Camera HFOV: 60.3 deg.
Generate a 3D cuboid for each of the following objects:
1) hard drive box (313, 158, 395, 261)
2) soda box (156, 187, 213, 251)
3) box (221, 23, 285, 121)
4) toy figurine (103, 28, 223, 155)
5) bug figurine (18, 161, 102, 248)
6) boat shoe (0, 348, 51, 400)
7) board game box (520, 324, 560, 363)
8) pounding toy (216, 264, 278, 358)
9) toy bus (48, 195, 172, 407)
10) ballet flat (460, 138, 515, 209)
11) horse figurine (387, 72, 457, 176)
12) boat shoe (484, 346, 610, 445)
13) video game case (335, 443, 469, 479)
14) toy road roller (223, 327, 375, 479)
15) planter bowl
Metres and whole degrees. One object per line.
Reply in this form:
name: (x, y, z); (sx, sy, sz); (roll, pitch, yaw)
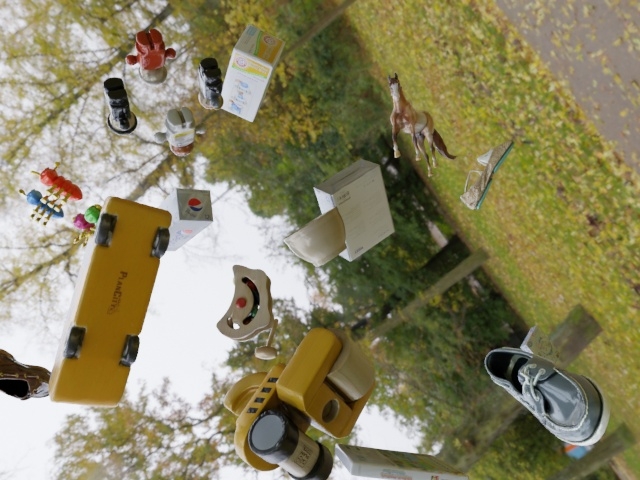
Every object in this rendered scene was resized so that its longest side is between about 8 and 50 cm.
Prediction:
hard drive box: (0.102, -0.087, 1.586); (0.089, 0.181, 0.232); (29, 144, 49)
soda box: (-0.395, -0.050, 1.506); (0.098, 0.286, 0.091); (1, -107, -35)
box: (-0.178, -0.424, 1.407); (0.103, 0.203, 0.114); (24, -125, -8)
toy figurine: (-0.314, -0.289, 1.120); (0.210, 0.213, 0.148); (23, 157, -5)
bug figurine: (-0.538, -0.065, 1.193); (0.216, 0.072, 0.279); (40, 151, -23)
boat shoe: (-0.604, 0.285, 1.104); (0.073, 0.073, 0.207); (53, 175, 31)
board game box: (0.522, 0.261, 1.307); (0.090, 0.020, 0.090); (52, -136, 4)
pounding toy: (-0.210, 0.215, 1.601); (0.155, 0.154, 0.269); (72, -169, -72)
toy bus: (-0.343, 0.098, 0.899); (0.108, 0.332, 0.130); (16, 178, -27)
ballet flat: (0.429, -0.182, 1.439); (0.067, 0.206, 0.073); (30, -175, 18)
horse figurine: (0.221, -0.250, 1.259); (0.263, 0.066, 0.174); (12, -115, -51)
boat shoe: (0.384, 0.262, 0.973); (0.099, 0.116, 0.319); (21, -177, -4)
video game case: (0.142, 0.422, 1.040); (0.227, 0.206, 0.026); (113, 165, -76)
toy road roller: (-0.060, 0.341, 1.205); (0.241, 0.329, 0.202); (15, 152, 44)
planter bowl: (0.000, 0.000, 1.418); (0.109, 0.162, 0.162); (58, -171, -3)
